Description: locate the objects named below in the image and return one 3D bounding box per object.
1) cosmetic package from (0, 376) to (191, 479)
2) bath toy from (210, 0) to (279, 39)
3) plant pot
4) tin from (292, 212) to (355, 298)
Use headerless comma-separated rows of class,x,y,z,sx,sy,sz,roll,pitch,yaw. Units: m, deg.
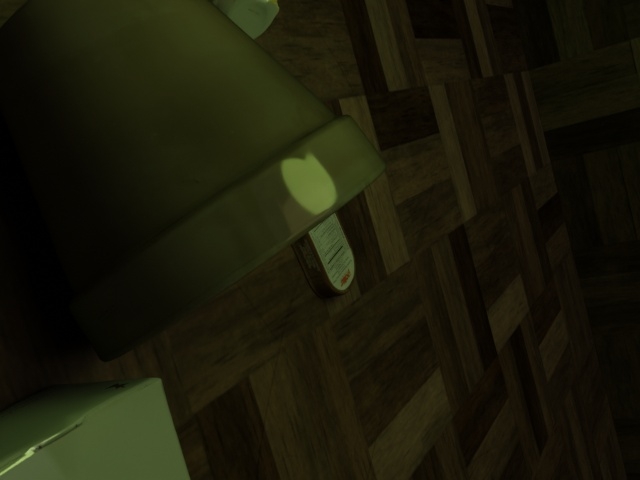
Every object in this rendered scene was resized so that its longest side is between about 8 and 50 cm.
cosmetic package,-0.193,0.325,0.543,0.217,0.156,0.384,-22,98,-58
bath toy,-0.182,-0.357,0.805,0.348,0.151,0.129,19,32,-53
plant pot,-0.148,-0.092,0.650,0.280,0.323,0.323,54,36,-6
tin,0.000,0.000,1.062,0.106,0.040,0.189,-46,119,-48
